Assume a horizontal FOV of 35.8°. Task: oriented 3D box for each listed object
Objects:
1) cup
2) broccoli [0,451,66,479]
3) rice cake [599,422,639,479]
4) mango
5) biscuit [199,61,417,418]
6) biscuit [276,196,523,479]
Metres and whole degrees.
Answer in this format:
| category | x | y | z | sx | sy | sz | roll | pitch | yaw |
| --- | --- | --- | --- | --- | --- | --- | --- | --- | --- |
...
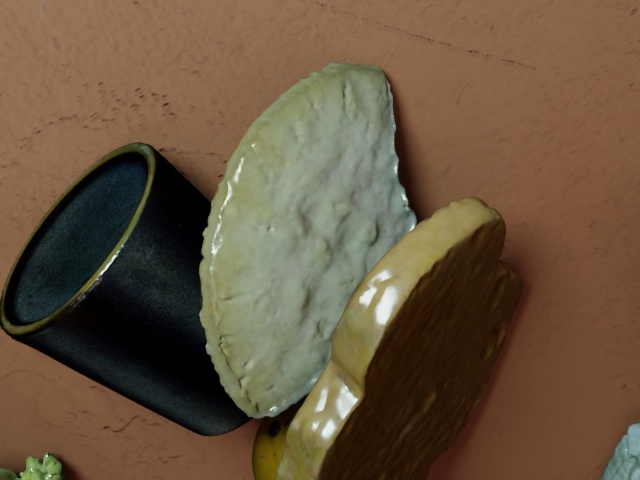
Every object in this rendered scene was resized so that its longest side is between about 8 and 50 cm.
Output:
| category | x | y | z | sx | sy | sz | roll | pitch | yaw |
| --- | --- | --- | --- | --- | --- | --- | --- | --- | --- |
| cup | -0.137 | 0.040 | 0.774 | 0.177 | 0.239 | 0.166 | 40 | 74 | -31 |
| broccoli | -0.371 | 0.358 | 0.906 | 0.348 | 0.293 | 0.281 | -15 | 162 | 22 |
| rice cake | 0.287 | 0.307 | 0.993 | 0.066 | 0.063 | 0.336 | 3 | 124 | -13 |
| mango | -0.007 | 0.209 | 0.901 | 0.111 | 0.089 | 0.163 | -1 | 131 | -7 |
| biscuit | 0.000 | 0.000 | 0.705 | 0.188 | 0.040 | 0.265 | 17 | 87 | -41 |
| biscuit | 0.062 | 0.124 | 0.774 | 0.051 | 0.269 | 0.376 | 34 | 138 | 28 |
